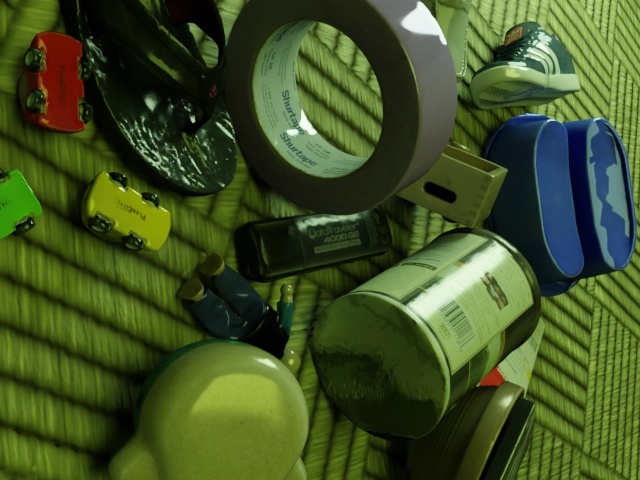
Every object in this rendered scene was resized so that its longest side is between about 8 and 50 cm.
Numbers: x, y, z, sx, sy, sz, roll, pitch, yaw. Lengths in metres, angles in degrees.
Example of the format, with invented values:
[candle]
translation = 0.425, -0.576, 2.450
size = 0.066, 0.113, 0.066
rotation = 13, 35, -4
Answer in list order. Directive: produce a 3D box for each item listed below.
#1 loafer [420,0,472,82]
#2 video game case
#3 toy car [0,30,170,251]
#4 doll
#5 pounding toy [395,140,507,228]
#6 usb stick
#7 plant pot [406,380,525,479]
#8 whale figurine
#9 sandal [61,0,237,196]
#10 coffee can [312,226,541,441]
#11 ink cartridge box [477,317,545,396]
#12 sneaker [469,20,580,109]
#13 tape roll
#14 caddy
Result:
[loafer]
translation = 0.205, -0.415, 1.318
size = 0.112, 0.111, 0.320
rotation = -5, 87, -49
[video game case]
translation = 0.262, 0.356, 1.182
size = 0.196, 0.026, 0.274
rotation = -60, 156, -18
[toy car]
translation = -0.272, -0.054, 0.759
size = 0.225, 0.053, 0.239
rotation = -43, 114, -43
[doll]
translation = -0.079, 0.098, 0.949
size = 0.129, 0.046, 0.189
rotation = -50, 124, -19
[pounding toy]
translation = 0.185, -0.100, 1.245
size = 0.206, 0.181, 0.094
rotation = -23, 135, -66
[usb stick]
translation = 0.000, 0.000, 1.064
size = 0.278, 0.045, 0.077
rotation = -11, 84, -49
[plant pot]
translation = 0.197, 0.298, 1.152
size = 0.237, 0.109, 0.237
rotation = -48, 151, -38
[whale figurine]
translation = -0.120, 0.235, 0.833
size = 0.216, 0.141, 0.272
rotation = 10, 91, -30
[sandal]
translation = -0.187, -0.255, 0.848
size = 0.167, 0.107, 0.446
rotation = -34, 109, -46
[coffee can]
translation = 0.150, 0.117, 1.094
size = 0.275, 0.201, 0.202
rotation = -26, 103, -47
[ink cartridge box]
translation = 0.286, 0.192, 1.328
size = 0.134, 0.078, 0.231
rotation = 51, 49, -29
[sneaker]
translation = 0.363, -0.331, 1.486
size = 0.350, 0.131, 0.148
rotation = -12, 86, -55
[tape roll]
translation = 0.017, -0.171, 0.938
size = 0.090, 0.274, 0.275
rotation = -33, 108, -46
[caddy]
translation = 0.421, -0.069, 1.459
size = 0.241, 0.179, 0.342
rotation = -5, 87, -27
